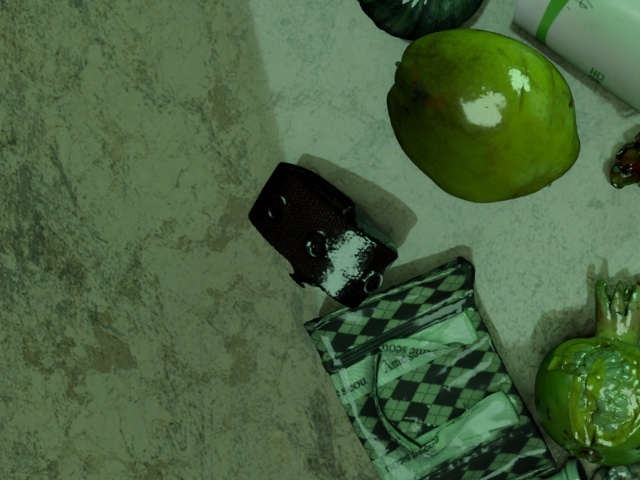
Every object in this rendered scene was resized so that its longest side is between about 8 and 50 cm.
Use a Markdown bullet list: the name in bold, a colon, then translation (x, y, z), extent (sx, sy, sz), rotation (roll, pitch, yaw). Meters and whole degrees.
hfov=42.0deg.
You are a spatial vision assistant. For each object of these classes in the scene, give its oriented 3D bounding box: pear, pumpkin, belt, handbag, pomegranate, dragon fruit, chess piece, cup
- **pear**: translation (0.255, -0.195, 1.305), extent (0.321, 0.269, 0.269), rotation (32, 105, -4)
- **pumpkin**: translation (0.153, -0.441, 1.312), extent (0.249, 0.216, 0.250), rotation (-1, 92, -21)
- **belt**: translation (0.000, 0.000, 1.405), extent (0.164, 0.184, 0.289), rotation (-55, 50, 12)
- **handbag**: translation (0.200, 0.260, 1.460), extent (0.316, 0.180, 0.416), rotation (-27, 89, 7)
- **pomegranate**: translation (0.475, 0.218, 1.376), extent (0.235, 0.236, 0.302), rotation (11, 76, 9)
- **dragon fruit**: translation (0.544, -0.139, 1.337), extent (0.175, 0.142, 0.138), rotation (-16, 70, 43)
- **chess piece**: translation (0.422, 0.435, 1.496), extent (0.103, 0.067, 0.067), rotation (-23, 95, 24)
- **cup**: translation (0.452, -0.345, 1.258), extent (0.274, 0.253, 0.253), rotation (33, 105, 13)

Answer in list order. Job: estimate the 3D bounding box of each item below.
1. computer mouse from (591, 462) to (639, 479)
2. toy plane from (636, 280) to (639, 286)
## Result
- **computer mouse**: translation (0.584, 0.522, 1.453), extent (0.199, 0.115, 0.389), rotation (-36, 72, 30)
- **toy plane**: translation (0.594, 0.113, 1.410), extent (0.145, 0.037, 0.060), rotation (39, 116, -2)
